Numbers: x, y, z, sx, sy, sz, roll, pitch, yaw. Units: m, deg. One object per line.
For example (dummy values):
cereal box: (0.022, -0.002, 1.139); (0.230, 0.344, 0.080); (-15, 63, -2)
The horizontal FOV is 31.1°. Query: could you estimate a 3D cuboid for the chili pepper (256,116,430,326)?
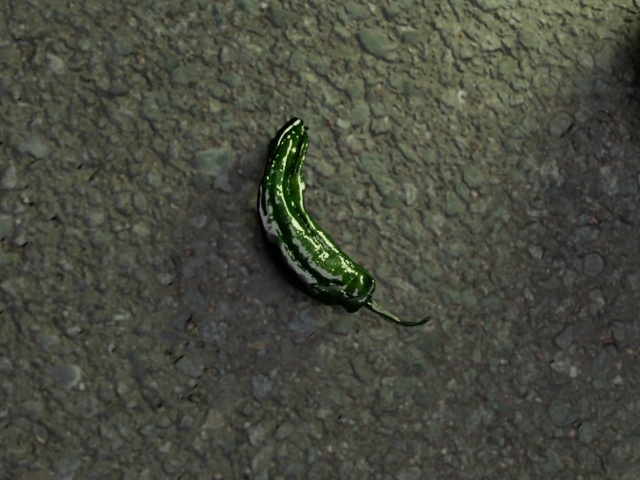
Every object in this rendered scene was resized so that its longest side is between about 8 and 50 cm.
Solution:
chili pepper: (-0.001, 0.000, 1.289); (0.122, 0.065, 0.278); (-29, 85, -13)
